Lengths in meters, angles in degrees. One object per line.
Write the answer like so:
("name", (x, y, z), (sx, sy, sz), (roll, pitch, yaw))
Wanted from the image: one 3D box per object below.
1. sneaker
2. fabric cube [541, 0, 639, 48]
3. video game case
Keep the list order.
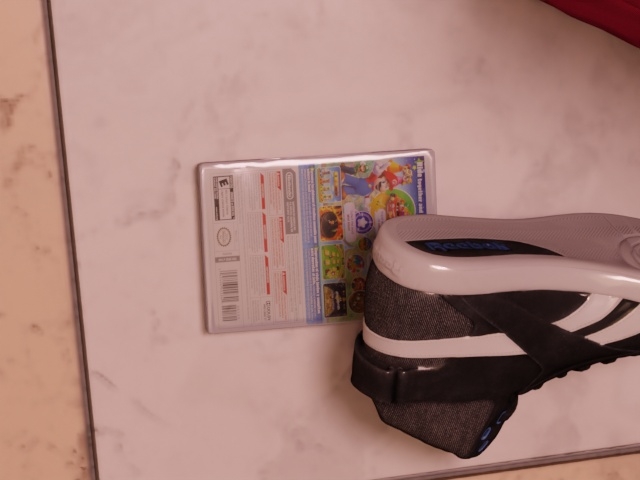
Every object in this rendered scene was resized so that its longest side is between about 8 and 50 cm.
("sneaker", (0.113, 0.053, 0.976), (0.217, 0.079, 0.121), (4, 117, -22))
("fabric cube", (0.264, -0.183, 0.873), (0.258, 0.259, 0.254), (25, 93, -13))
("video game case", (0.000, 0.000, 0.970), (0.122, 0.011, 0.087), (-4, 98, -11))
